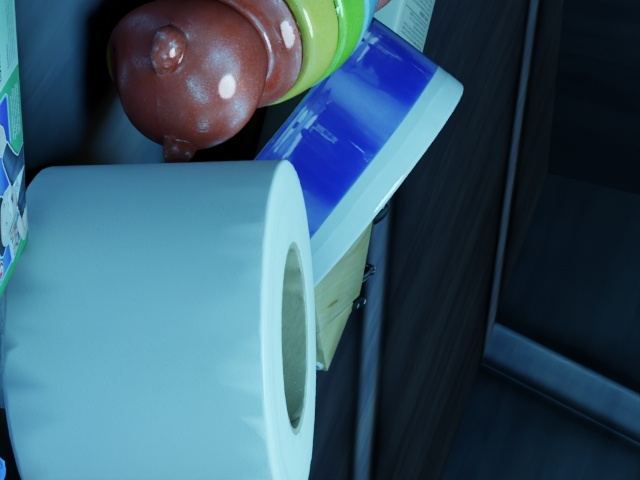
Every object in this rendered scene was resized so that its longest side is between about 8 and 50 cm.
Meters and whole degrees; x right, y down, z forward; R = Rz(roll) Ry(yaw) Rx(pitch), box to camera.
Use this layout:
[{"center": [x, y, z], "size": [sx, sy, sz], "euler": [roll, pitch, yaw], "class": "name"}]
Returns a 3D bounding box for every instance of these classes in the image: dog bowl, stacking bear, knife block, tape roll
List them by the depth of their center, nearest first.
[{"center": [-0.099, 0.067, 1.114], "size": [0.246, 0.169, 0.246], "euler": [-2, 90, -82], "class": "tape roll"}, {"center": [-0.057, -0.170, 1.220], "size": [0.289, 0.164, 0.175], "euler": [-54, 154, -46], "class": "stacking bear"}, {"center": [0.001, -0.061, 1.409], "size": [0.265, 0.104, 0.265], "euler": [-51, -177, 4], "class": "dog bowl"}, {"center": [0.000, 0.000, 1.738], "size": [0.275, 0.088, 0.242], "euler": [79, 28, -59], "class": "knife block"}]

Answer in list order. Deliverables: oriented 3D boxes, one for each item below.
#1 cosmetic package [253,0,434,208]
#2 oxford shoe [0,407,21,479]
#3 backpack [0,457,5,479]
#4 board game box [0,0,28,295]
[{"center": [0.036, -0.197, 1.629], "size": [0.160, 0.113, 0.309], "euler": [15, 90, -77], "class": "cosmetic package"}, {"center": [-0.240, 0.192, 1.058], "size": [0.076, 0.076, 0.212], "euler": [-38, -160, 33], "class": "oxford shoe"}, {"center": [-0.232, 0.142, 0.941], "size": [0.120, 0.098, 0.101], "euler": [43, 58, -73], "class": "backpack"}, {"center": [-0.208, -0.070, 0.847], "size": [0.213, 0.046, 0.317], "euler": [-75, 171, -54], "class": "board game box"}]
